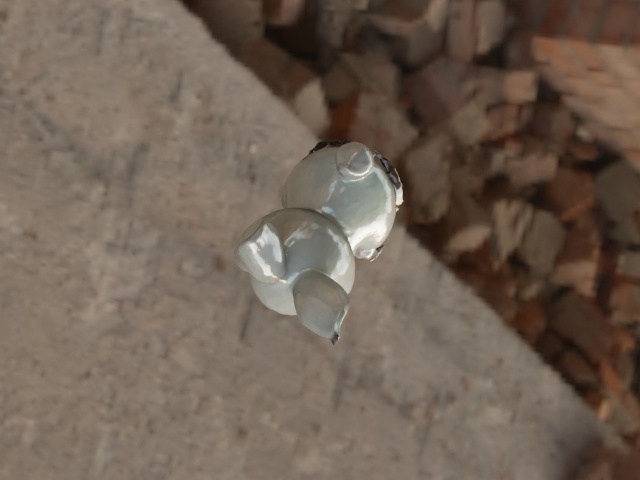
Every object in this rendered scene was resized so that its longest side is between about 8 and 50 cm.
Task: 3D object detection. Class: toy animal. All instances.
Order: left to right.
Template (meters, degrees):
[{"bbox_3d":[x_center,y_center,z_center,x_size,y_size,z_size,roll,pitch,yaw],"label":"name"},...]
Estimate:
[{"bbox_3d":[-0.003,0.003,0.918,0.071,0.085,0.124,40,52,-5],"label":"toy animal"}]
